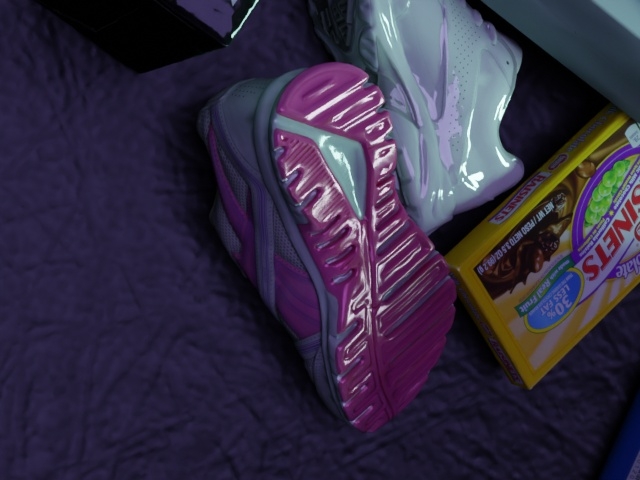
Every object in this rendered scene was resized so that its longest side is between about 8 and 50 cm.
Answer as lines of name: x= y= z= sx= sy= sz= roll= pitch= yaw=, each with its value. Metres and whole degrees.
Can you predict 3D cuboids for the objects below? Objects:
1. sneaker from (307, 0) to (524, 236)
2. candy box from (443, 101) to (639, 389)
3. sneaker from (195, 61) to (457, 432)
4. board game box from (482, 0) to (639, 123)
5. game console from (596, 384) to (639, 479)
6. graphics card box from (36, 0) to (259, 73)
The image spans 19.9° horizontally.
sneaker: x=0.065 y=-0.124 z=1.124 sx=0.115 sy=0.090 sz=0.232 roll=-20 pitch=106 yaw=-22
candy box: x=0.173 y=-0.011 z=1.160 sx=0.206 sy=0.027 sz=0.105 roll=-42 pitch=119 yaw=-18
sneaker: x=0.000 y=0.000 z=1.097 sx=0.103 sy=0.111 sz=0.252 roll=-33 pitch=123 yaw=-30
board game box: x=0.218 y=-0.249 z=1.105 sx=0.224 sy=0.097 sz=0.303 roll=33 pitch=73 yaw=-25
game console: x=0.319 y=0.193 z=1.156 sx=0.173 sy=0.250 sz=0.293 roll=31 pitch=82 yaw=-41
graphics card box: x=-0.013 y=-0.270 z=1.012 sx=0.094 sy=0.233 sz=0.371 roll=36 pitch=81 yaw=-15
